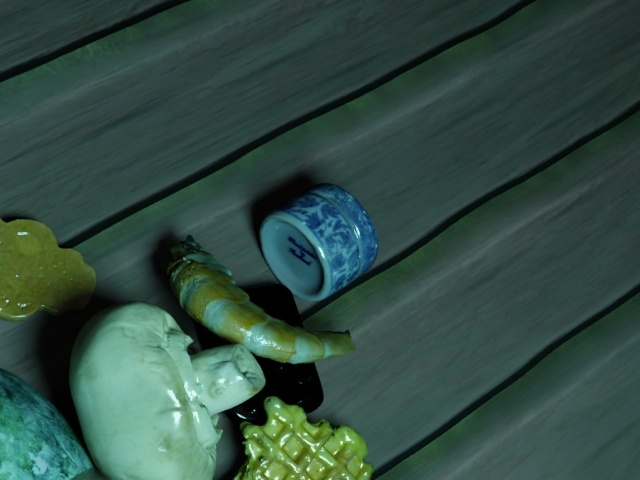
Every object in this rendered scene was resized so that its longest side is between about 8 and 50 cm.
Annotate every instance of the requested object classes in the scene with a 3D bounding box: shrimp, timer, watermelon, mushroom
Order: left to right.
[{"bbox_3d":[-0.437,0.293,1.642,0.228,0.258,0.387,41,15,11],"label":"watermelon"},{"bbox_3d":[-0.186,0.192,1.751,0.234,0.260,0.254,-17,39,2],"label":"mushroom"},{"bbox_3d":[-0.086,0.160,1.928,0.144,0.055,0.187,-8,70,-29],"label":"timer"},{"bbox_3d":[-0.077,0.098,1.847,0.287,0.068,0.185,21,21,-9],"label":"shrimp"}]

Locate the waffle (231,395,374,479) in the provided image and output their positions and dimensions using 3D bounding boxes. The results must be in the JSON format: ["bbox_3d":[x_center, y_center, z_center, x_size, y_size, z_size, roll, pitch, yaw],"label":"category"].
[{"bbox_3d":[-0.046,0.370,1.841,0.282,0.058,0.300,22,71,-22],"label":"waffle"}]

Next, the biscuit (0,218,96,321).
[{"bbox_3d":[-0.413,0.033,1.833,0.236,0.040,0.144,19,71,-19],"label":"biscuit"}]

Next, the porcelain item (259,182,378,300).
[{"bbox_3d":[0.000,0.000,1.973,0.114,0.147,0.147,-34,87,-31],"label":"porcelain item"}]
